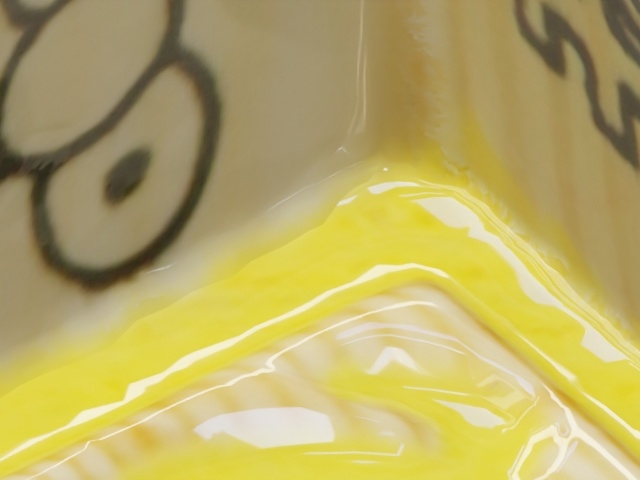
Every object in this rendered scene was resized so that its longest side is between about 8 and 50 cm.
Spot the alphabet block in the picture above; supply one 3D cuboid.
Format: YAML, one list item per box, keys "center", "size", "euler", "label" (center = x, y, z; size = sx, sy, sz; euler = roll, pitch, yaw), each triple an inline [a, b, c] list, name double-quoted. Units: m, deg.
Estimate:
- center: [0.000, 0.000, 0.454]
  size: [0.193, 0.192, 0.197]
  euler: [38, -143, -36]
  label: "alphabet block"
